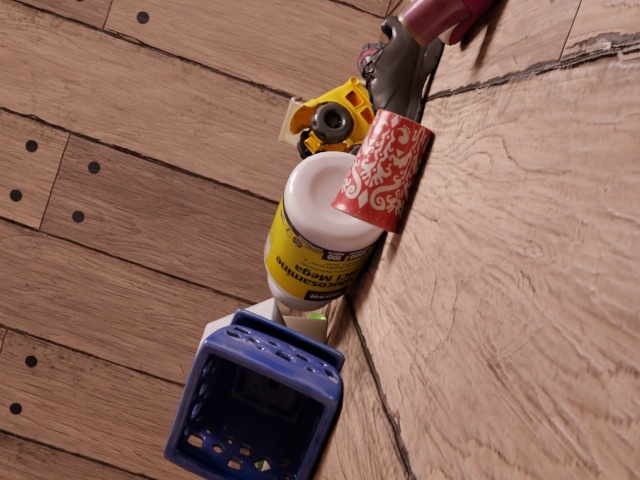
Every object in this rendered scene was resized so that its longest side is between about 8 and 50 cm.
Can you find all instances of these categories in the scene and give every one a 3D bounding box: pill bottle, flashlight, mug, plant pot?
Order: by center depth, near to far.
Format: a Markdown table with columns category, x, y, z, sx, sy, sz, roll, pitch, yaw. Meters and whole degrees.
| category | x | y | z | sx | sy | sz | roll | pitch | yaw |
| --- | --- | --- | --- | --- | --- | --- | --- | --- | --- |
| mug | 0.098 | -0.111 | 1.586 | 0.150 | 0.113 | 0.169 | -117 | 49 | -82 |
| plant pot | -0.096 | 0.263 | 1.664 | 0.212 | 0.235 | 0.236 | -63 | -5 | -69 |
| pill bottle | 0.000 | 0.000 | 1.838 | 0.334 | 0.187 | 0.188 | 114 | 174 | -60 |
| plant pot | -0.050 | 0.221 | 2.047 | 0.109 | 0.109 | 0.096 | 131 | 140 | -54 |
| flashlight | 0.131 | -0.411 | 2.651 | 0.304 | 0.103 | 0.103 | -74 | 7 | -51 |

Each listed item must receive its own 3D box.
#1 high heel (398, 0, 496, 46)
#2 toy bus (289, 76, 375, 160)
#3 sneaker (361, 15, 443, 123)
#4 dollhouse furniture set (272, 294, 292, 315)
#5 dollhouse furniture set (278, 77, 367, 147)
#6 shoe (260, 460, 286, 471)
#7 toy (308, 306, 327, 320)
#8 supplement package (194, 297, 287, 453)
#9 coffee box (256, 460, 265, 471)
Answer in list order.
| category | x | y | z | sx | sy | sz | roll | pitch | yaw |
| --- | --- | --- | --- | --- | --- | --- | --- | --- | --- |
| high heel | 0.220 | -0.380 | 1.490 | 0.181 | 0.127 | 0.377 | -39 | 11 | 20 |
| toy bus | 0.082 | -0.205 | 1.963 | 0.211 | 0.220 | 0.149 | -37 | -4 | -24 |
| sneaker | 0.125 | -0.268 | 1.804 | 0.109 | 0.130 | 0.286 | 132 | 156 | -76 |
| dollhouse furniture set | 0.013 | 0.102 | 2.197 | 0.161 | 0.181 | 0.101 | 16 | 117 | 46 |
| dollhouse furniture set | 0.034 | -0.270 | 2.367 | 0.242 | 0.161 | 0.212 | -32 | -35 | -62 |
| shoe | -0.098 | 0.452 | 1.988 | 0.077 | 0.058 | 0.219 | 113 | 174 | -52 |
| toy | -0.044 | 0.253 | 2.229 | 0.137 | 0.056 | 0.237 | -74 | 4 | -54 |
| supplement package | -0.116 | 0.248 | 1.886 | 0.194 | 0.149 | 0.203 | -89 | -24 | -75 |
| coffee box | -0.109 | 0.423 | 2.281 | 0.113 | 0.040 | 0.184 | -89 | 10 | -74 |
